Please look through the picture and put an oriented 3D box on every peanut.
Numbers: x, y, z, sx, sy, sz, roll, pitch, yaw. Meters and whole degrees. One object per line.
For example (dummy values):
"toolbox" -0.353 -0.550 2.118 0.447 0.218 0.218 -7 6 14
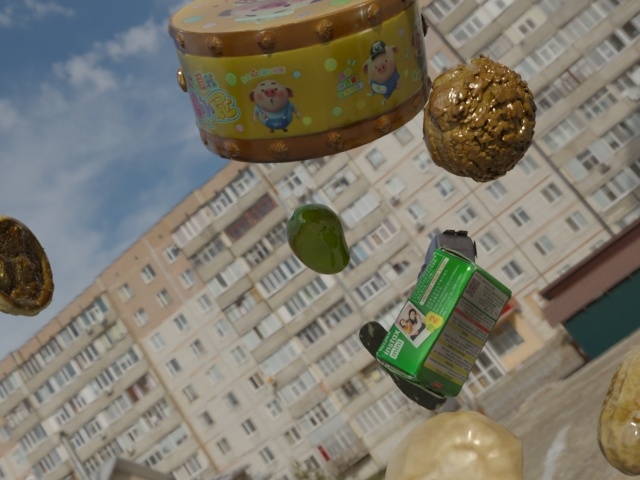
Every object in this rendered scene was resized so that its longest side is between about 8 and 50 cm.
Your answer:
"peanut" 0.426 0.213 0.964 0.095 0.108 0.226 -18 26 45

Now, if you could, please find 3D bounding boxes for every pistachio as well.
"pistachio" 0.214 0.397 1.245 0.214 0.193 0.318 -15 -20 -28

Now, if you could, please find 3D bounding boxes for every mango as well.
"mango" -0.007 0.001 1.508 0.117 0.163 0.089 -17 23 0

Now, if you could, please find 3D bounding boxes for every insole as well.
"insole" 0.181 0.279 1.650 0.081 0.248 0.011 -47 -15 12

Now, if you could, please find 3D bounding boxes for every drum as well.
"drum" -0.028 -0.315 1.246 0.431 0.431 0.214 -30 -57 -25

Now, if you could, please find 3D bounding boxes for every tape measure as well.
"tape measure" 0.262 0.123 1.569 0.120 0.236 0.197 6 -26 -10

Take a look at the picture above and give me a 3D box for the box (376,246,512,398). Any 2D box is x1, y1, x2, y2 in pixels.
"box" 0.230 0.153 1.347 0.180 0.103 0.250 34 -96 -45

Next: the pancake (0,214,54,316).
"pancake" -0.444 0.037 1.078 0.028 0.158 0.158 -19 -9 17

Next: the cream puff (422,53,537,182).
"cream puff" 0.202 -0.152 0.911 0.150 0.165 0.115 16 -23 -37
